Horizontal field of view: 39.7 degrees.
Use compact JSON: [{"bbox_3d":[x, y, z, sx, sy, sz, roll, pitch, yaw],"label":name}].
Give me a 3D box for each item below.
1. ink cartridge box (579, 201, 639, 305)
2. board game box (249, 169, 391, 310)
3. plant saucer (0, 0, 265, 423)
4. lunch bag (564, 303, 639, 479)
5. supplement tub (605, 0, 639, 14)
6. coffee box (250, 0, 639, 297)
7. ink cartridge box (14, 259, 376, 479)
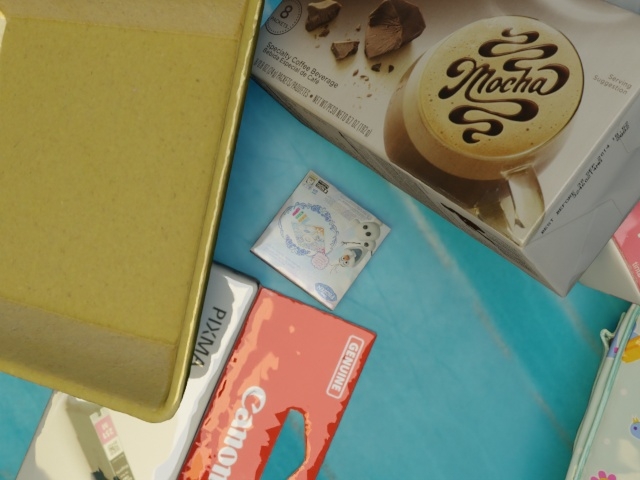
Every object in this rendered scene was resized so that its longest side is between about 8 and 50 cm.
[{"bbox_3d":[0.309,-0.043,0.720,0.218,0.158,0.092,-31,95,0],"label":"ink cartridge box"},{"bbox_3d":[0.000,0.000,0.780,0.090,0.020,0.090,37,79,-1],"label":"board game box"},{"bbox_3d":[-0.199,-0.060,0.708,0.333,0.081,0.332,12,90,26],"label":"plant saucer"},{"bbox_3d":[0.321,0.170,0.727,0.224,0.108,0.279,20,88,24],"label":"lunch bag"},{"bbox_3d":[0.309,-0.306,0.683,0.316,0.228,0.228,-21,91,0],"label":"supplement tub"},{"bbox_3d":[0.101,-0.115,0.665,0.297,0.119,0.168,38,91,35],"label":"coffee box"},{"bbox_3d":[-0.110,0.159,0.769,0.239,0.060,0.275,23,90,0],"label":"ink cartridge box"}]
